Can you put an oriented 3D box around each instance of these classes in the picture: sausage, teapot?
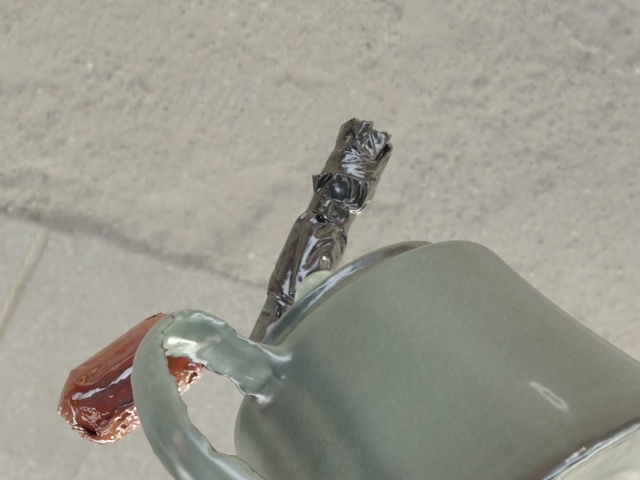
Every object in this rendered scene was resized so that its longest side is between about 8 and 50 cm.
[{"bbox_3d":[-0.158,0.117,1.028,0.141,0.076,0.076,-39,125,-6],"label":"sausage"},{"bbox_3d":[0.031,0.064,0.451,0.239,0.149,0.162,2,132,-49],"label":"teapot"}]

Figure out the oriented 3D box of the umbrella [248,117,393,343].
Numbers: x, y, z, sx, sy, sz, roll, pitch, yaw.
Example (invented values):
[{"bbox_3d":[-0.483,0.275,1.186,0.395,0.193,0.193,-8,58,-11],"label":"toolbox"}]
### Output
[{"bbox_3d":[0.000,0.000,1.112,0.066,0.059,0.236,31,80,-44],"label":"umbrella"}]
